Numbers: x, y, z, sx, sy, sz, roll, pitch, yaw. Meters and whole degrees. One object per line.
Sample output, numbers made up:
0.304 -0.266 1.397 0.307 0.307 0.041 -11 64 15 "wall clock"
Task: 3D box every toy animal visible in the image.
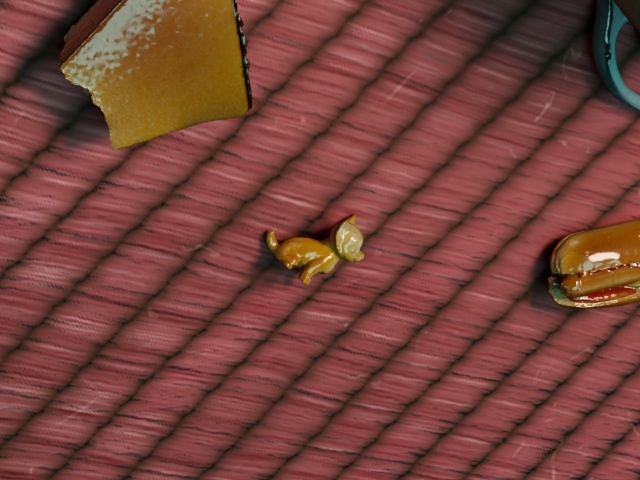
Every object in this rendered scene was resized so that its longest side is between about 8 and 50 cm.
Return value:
0.000 0.000 1.601 0.083 0.060 0.081 -44 87 1 "toy animal"

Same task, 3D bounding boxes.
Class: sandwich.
-0.149 -0.181 1.435 0.162 0.058 0.193 -17 122 -15 "sandwich"

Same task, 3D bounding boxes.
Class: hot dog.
0.343 0.018 1.752 0.236 0.062 0.092 -14 116 -18 "hot dog"

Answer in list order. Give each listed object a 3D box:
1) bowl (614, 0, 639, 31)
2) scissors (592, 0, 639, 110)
0.362 -0.311 1.499 0.354 0.185 0.353 -7 103 -31 "bowl"
0.270 -0.272 1.591 0.393 0.032 0.180 39 88 -33 "scissors"
